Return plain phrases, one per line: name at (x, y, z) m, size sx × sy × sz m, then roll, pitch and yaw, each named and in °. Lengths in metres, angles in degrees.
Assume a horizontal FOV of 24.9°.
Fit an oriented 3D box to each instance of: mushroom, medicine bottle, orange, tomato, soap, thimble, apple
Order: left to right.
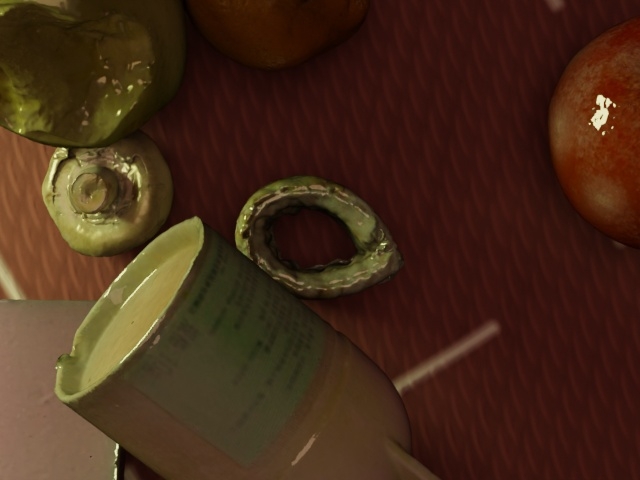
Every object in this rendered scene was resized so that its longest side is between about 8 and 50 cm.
soap at (-0.301, 0.189, 1.582) m, size 0.181 × 0.081 × 0.259 m, roll 0°, pitch 55°, yaw -4°
apple at (-0.279, -0.235, 1.549) m, size 0.279 × 0.279 × 0.279 m, roll 0°, pitch 88°, yaw 0°
mushroom at (-0.241, -0.058, 1.629) m, size 0.154 × 0.122 × 0.154 m, roll 0°, pitch 89°, yaw 10°
orange at (-0.068, -0.305, 1.587) m, size 0.183 × 0.249 × 0.249 m, roll -21°, pitch 88°, yaw 23°
medicine bottle at (-0.051, 0.188, 1.525) m, size 0.406 × 0.236 × 0.236 m, roll 40°, pitch 89°, yaw -20°
thimble at (0.000, 0.000, 1.614) m, size 0.190 × 0.143 × 0.137 m, roll 12°, pitch 88°, yaw 1°
tomato at (0.382, -0.123, 1.568) m, size 0.265 × 0.265 × 0.265 m, roll 0°, pitch 88°, yaw 0°
